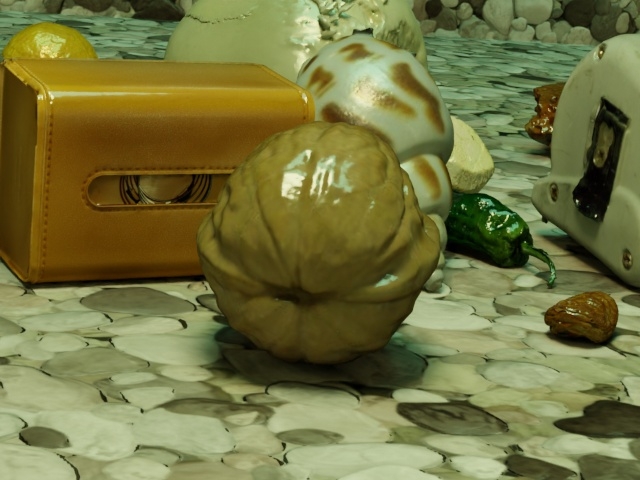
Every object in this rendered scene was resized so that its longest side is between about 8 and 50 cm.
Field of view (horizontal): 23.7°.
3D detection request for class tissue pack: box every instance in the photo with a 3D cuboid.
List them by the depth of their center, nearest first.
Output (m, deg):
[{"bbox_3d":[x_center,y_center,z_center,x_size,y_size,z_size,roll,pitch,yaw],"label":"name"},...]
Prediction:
[{"bbox_3d":[-0.160,-0.069,1.458,0.274,0.194,0.145,-3,17,-27],"label":"tissue pack"}]

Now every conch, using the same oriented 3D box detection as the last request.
[{"bbox_3d":[0.051,-0.071,1.533,0.275,0.183,0.149,48,42,8],"label":"conch"}]

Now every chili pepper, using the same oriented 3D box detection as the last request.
[{"bbox_3d":[0.141,-0.017,1.630,0.279,0.065,0.122,11,29,29],"label":"chili pepper"}]

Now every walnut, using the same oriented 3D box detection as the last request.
[{"bbox_3d":[0.000,0.000,1.241,0.213,0.213,0.213,5,14,-1],"label":"walnut"}]

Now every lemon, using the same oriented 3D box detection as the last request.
[{"bbox_3d":[-0.377,-0.236,2.136,0.142,0.142,0.187,7,9,8],"label":"lemon"}]

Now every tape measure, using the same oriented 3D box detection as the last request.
[{"bbox_3d":[0.334,-0.083,1.609,0.130,0.265,0.258,-2,23,-18],"label":"tape measure"}]

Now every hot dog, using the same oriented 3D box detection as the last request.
[{"bbox_3d":[0.236,0.069,1.377,0.058,0.035,0.083,14,17,31],"label":"hot dog"}]

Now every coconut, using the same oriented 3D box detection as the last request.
[{"bbox_3d":[0.126,-0.074,1.743,0.116,0.122,0.116,23,40,-20],"label":"coconut"}]

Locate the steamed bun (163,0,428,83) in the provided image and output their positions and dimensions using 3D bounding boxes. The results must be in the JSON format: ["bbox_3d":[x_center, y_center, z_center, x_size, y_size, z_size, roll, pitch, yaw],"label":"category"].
[{"bbox_3d":[-0.046,-0.215,1.844,0.312,0.233,0.334,1,32,21],"label":"steamed bun"}]

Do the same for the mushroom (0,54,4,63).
[{"bbox_3d":[-0.416,-0.151,1.834,0.177,0.126,0.397,-14,22,-27],"label":"mushroom"}]

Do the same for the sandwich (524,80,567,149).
[{"bbox_3d":[0.412,-0.176,2.243,0.212,0.109,0.292,8,15,9],"label":"sandwich"}]
